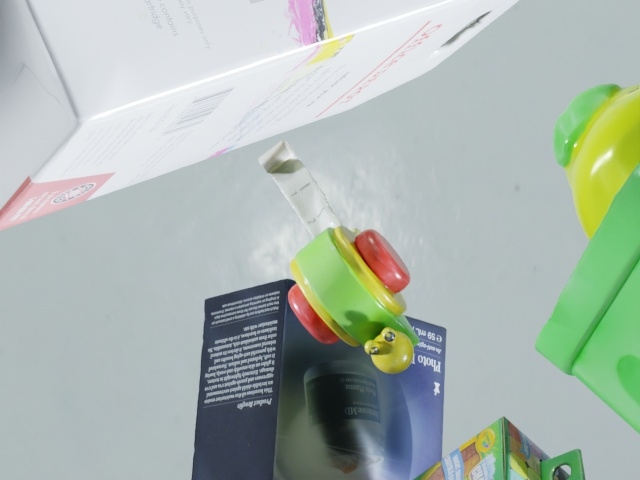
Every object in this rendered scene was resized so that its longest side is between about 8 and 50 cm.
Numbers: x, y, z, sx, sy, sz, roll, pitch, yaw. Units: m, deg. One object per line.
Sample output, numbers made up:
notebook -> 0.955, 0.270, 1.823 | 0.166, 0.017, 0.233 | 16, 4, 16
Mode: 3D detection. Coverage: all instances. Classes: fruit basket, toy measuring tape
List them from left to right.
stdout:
toy measuring tape -> 0.000, 0.000, 1.509 | 0.121, 0.121, 0.330 | -27, 54, -6
fruit basket -> 0.320, -0.032, 1.117 | 0.392, 0.283, 0.392 | 8, 51, -10

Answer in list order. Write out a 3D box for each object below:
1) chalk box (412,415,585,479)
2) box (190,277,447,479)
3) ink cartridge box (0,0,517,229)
chalk box -> 0.210, 0.306, 1.738 | 0.132, 0.132, 0.213 | 41, 115, -17
box -> 0.004, 0.233, 1.961 | 0.296, 0.183, 0.294 | 18, 68, -39
ink cartridge box -> -0.025, -0.077, 0.524 | 0.198, 0.115, 0.067 | -22, 84, -30
